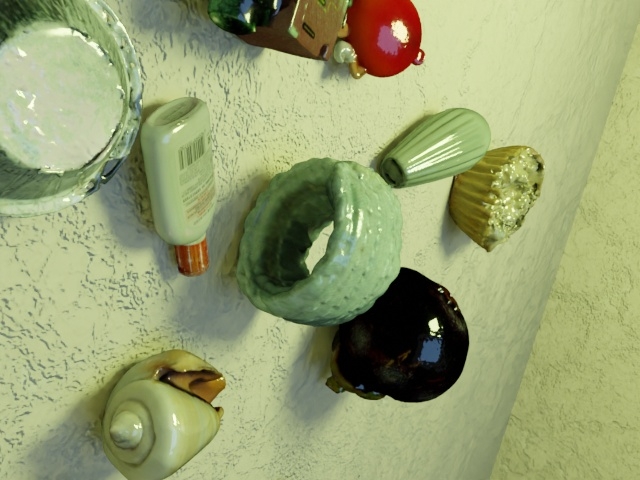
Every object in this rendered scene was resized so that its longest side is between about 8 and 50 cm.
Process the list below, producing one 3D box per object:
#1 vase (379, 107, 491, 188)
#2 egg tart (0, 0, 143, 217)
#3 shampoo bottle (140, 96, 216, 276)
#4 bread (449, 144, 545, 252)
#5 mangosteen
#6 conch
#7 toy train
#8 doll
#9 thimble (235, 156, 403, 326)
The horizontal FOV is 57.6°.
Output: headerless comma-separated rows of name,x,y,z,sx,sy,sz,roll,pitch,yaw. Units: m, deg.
vase,0.217,-0.170,1.117,0.248,0.128,0.128,-29,131,-33
egg tart,-0.250,-0.128,0.507,0.234,0.094,0.234,-27,127,-43
shampoo bottle,-0.162,-0.052,0.694,0.108,0.051,0.221,-59,158,-49
bread,0.430,-0.112,1.416,0.274,0.149,0.274,-33,138,-36
mangosteen,0.131,0.199,1.113,0.302,0.275,0.275,-39,150,16
conch,-0.208,0.229,0.768,0.255,0.127,0.159,65,22,-74
toy train,-0.035,-0.363,0.646,0.221,0.150,0.305,8,100,-66
doll,0.078,-0.328,0.868,0.217,0.085,0.183,11,97,-38
thimble,0.000,0.000,0.827,0.250,0.205,0.171,-54,141,8
